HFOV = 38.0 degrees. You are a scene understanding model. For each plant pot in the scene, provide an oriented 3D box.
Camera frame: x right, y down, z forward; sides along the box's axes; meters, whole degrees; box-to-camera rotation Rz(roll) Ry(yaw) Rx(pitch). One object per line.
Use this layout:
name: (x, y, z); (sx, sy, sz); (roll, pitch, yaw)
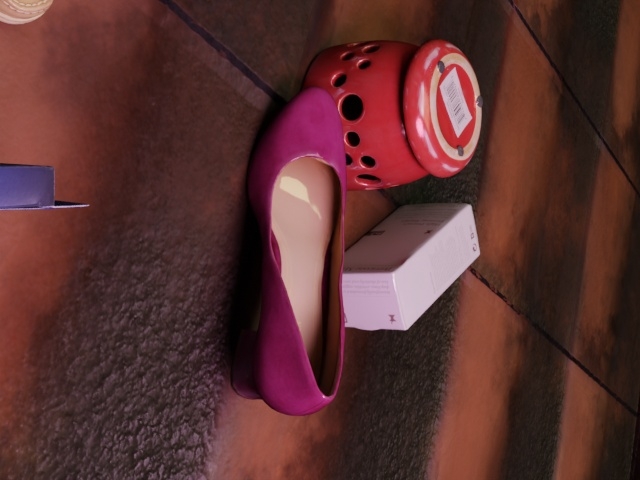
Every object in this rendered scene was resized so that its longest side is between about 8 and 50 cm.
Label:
plant pot: (0.095, -0.159, 1.171); (0.191, 0.174, 0.191); (-2, 92, -52)

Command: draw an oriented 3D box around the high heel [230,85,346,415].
high heel: (0.000, 0.000, 1.009); (0.127, 0.181, 0.377); (12, 80, -29)

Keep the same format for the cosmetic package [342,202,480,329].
cosmetic package: (0.110, 0.030, 1.237); (0.231, 0.117, 0.085); (-36, 118, -50)

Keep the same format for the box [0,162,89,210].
box: (-0.292, -0.039, 0.658); (0.225, 0.136, 0.036); (-6, 100, -55)

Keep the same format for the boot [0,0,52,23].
boot: (-0.221, -0.306, 0.701); (0.095, 0.204, 0.261); (-31, 113, -49)
